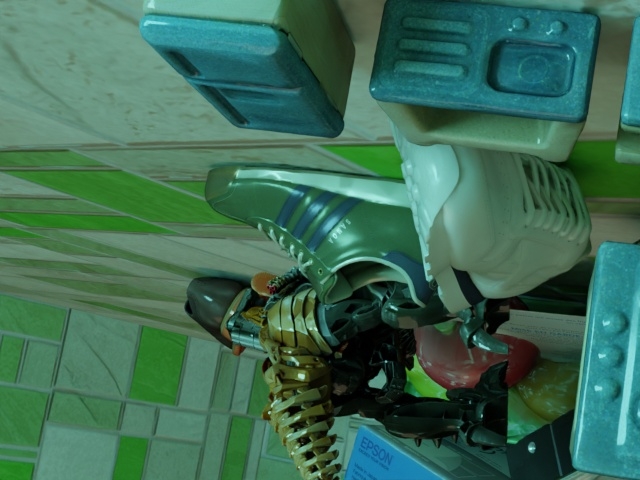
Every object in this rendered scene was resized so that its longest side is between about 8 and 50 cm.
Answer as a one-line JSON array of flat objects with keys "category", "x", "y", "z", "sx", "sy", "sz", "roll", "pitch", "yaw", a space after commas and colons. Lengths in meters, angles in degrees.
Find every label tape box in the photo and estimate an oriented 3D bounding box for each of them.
[{"category": "label tape box", "x": 0.223, "y": 0.287, "z": 1.201, "sx": 0.334, "sy": 0.105, "sz": 0.241, "roll": 9, "pitch": -170, "yaw": -38}]

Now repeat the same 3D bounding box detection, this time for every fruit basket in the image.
[{"category": "fruit basket", "x": 0.179, "y": 0.098, "z": 1.114, "sx": 0.327, "sy": 0.165, "sz": 0.353, "roll": 6, "pitch": 157, "yaw": 24}]

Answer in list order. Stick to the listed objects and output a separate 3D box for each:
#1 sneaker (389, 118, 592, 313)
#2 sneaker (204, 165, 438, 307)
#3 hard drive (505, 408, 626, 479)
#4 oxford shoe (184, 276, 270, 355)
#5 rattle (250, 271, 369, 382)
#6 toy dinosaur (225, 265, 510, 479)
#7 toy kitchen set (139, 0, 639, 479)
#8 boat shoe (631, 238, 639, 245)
[{"category": "sneaker", "x": 0.098, "y": -0.020, "z": 0.623, "sx": 0.095, "sy": 0.090, "sz": 0.235, "roll": -10, "pitch": 168, "yaw": 12}, {"category": "sneaker", "x": 0.000, "y": 0.000, "z": 0.783, "sx": 0.192, "sy": 0.086, "sz": 0.064, "roll": 6, "pitch": 170, "yaw": 23}, {"category": "hard drive", "x": 0.358, "y": 0.158, "z": 0.983, "sx": 0.237, "sy": 0.064, "sz": 0.339, "roll": 15, "pitch": 141, "yaw": -31}, {"category": "oxford shoe", "x": -0.130, "y": 0.092, "z": 1.578, "sx": 0.098, "sy": 0.096, "sz": 0.271, "roll": 29, "pitch": 168, "yaw": 5}, {"category": "rattle", "x": 0.033, "y": 0.086, "z": 1.367, "sx": 0.143, "sy": 0.130, "sz": 0.199, "roll": -11, "pitch": 133, "yaw": 38}, {"category": "toy dinosaur", "x": 0.031, "y": 0.087, "z": 0.847, "sx": 0.219, "sy": 0.321, "sz": 0.164, "roll": 1, "pitch": 136, "yaw": 9}, {"category": "toy kitchen set", "x": 0.040, "y": -0.010, "z": 0.418, "sx": 0.207, "sy": 0.166, "sz": 0.122, "roll": 8, "pitch": 171, "yaw": 14}, {"category": "boat shoe", "x": 0.246, "y": 0.034, "z": 0.720, "sx": 0.119, "sy": 0.121, "sz": 0.335, "roll": 31, "pitch": 174, "yaw": 6}]
